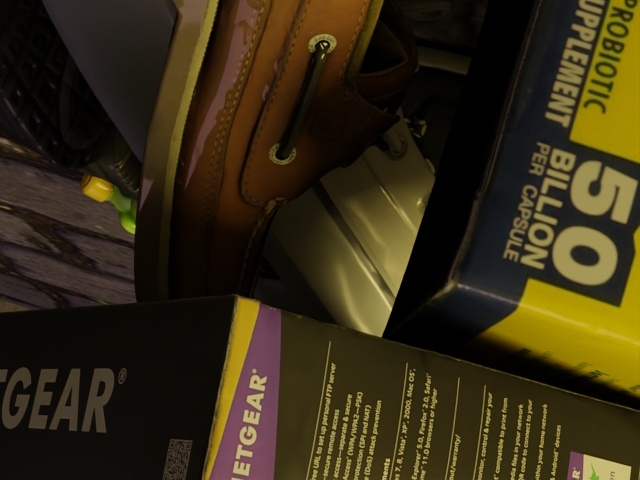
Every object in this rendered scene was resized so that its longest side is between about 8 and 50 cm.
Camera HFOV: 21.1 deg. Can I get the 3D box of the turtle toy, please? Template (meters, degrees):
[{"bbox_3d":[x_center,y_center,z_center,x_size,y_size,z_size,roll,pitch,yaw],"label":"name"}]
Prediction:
[{"bbox_3d":[-0.124,-0.047,1.278,0.095,0.130,0.066,28,126,-29],"label":"turtle toy"}]

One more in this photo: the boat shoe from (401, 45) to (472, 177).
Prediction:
[{"bbox_3d":[0.110,-0.041,0.959,0.303,0.091,0.114,11,168,30],"label":"boat shoe"}]

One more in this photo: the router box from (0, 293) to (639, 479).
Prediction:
[{"bbox_3d":[-0.018,0.094,0.739,0.243,0.081,0.309,17,167,-30],"label":"router box"}]

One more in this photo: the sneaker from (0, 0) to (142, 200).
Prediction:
[{"bbox_3d":[-0.178,-0.099,1.113,0.130,0.109,0.286,20,168,20],"label":"sneaker"}]

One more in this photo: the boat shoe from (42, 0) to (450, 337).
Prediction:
[{"bbox_3d":[-0.005,-0.081,0.864,0.136,0.156,0.367,8,137,56],"label":"boat shoe"}]

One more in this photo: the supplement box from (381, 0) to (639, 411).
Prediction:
[{"bbox_3d":[0.230,-0.002,0.703,0.357,0.194,0.195,18,169,-2],"label":"supplement box"}]

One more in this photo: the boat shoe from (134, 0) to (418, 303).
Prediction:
[{"bbox_3d":[-0.013,-0.064,0.688,0.105,0.110,0.307,8,135,-2],"label":"boat shoe"}]
